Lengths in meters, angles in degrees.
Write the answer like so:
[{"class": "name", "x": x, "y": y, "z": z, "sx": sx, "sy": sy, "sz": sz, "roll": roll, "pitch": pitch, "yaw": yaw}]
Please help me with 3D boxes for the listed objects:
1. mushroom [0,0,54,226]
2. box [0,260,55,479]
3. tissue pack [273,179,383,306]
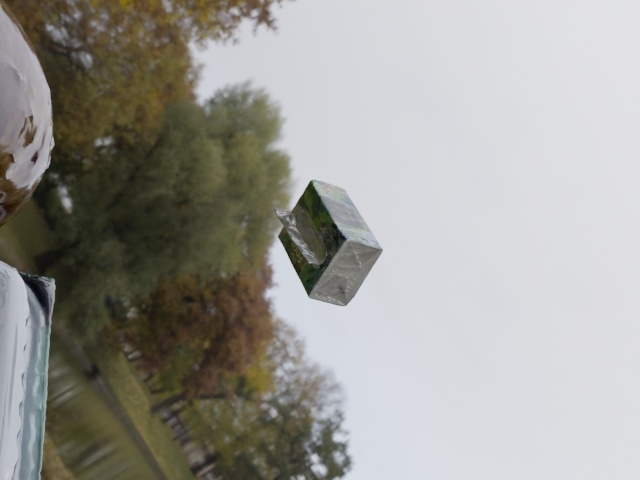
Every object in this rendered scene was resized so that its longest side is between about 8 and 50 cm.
[{"class": "mushroom", "x": -0.354, "y": -0.040, "z": 0.555, "sx": 0.331, "sy": 0.334, "sz": 0.356, "roll": 54, "pitch": 29, "yaw": -46}, {"class": "box", "x": -0.361, "y": 0.130, "z": 0.802, "sx": 0.106, "sy": 0.264, "sz": 0.336, "roll": -43, "pitch": -136, "yaw": 43}, {"class": "tissue pack", "x": -0.001, "y": -0.001, "z": 0.944, "sx": 0.085, "sy": 0.079, "sz": 0.111, "roll": -58, "pitch": -144, "yaw": 25}]
